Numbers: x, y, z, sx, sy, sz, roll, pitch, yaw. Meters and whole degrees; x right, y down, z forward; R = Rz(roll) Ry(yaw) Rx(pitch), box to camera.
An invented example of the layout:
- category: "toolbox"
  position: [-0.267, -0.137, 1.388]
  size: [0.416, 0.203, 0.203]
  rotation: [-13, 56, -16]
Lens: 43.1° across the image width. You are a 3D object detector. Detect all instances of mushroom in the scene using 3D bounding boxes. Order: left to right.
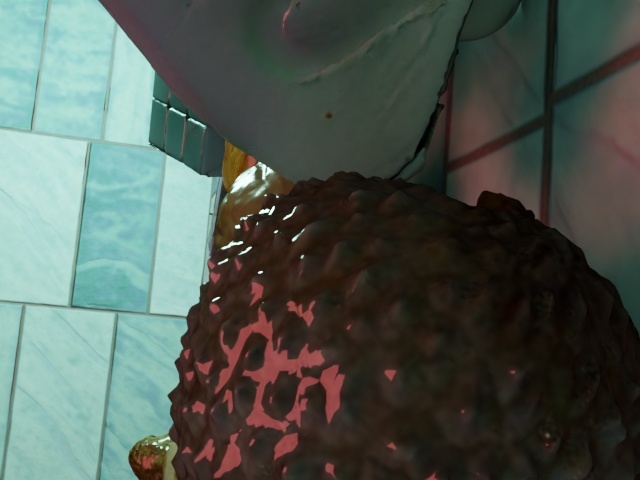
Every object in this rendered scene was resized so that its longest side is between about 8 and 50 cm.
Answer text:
- category: "mushroom"
  position: [-0.231, 0.438, 1.464]
  size: [0.345, 0.259, 0.345]
  rotation: [-173, 90, -85]

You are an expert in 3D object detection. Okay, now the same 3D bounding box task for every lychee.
- category: "lychee"
  position: [0.050, 0.098, 0.476]
  size: [0.300, 0.300, 0.300]
  rotation: [-173, 90, -76]

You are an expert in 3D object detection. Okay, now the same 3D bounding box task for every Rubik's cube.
- category: "Rubik's cube"
  position: [-0.154, -0.248, 1.447]
  size: [0.224, 0.221, 0.231]
  rotation: [32, 118, 47]

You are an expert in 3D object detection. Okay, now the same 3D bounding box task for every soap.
- category: "soap"
  position: [-0.045, -0.248, 0.563]
  size: [0.261, 0.446, 0.156]
  rotation: [-34, 15, 13]

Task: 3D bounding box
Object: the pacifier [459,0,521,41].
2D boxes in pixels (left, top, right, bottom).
- category: "pacifier"
  position: [0.063, -0.231, 0.758]
  size: [0.269, 0.343, 0.288]
  rotation: [21, 140, 39]

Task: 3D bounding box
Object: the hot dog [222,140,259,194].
- category: "hot dog"
  position: [-0.044, -0.162, 1.185]
  size: [0.223, 0.185, 0.405]
  rotation: [114, 158, -48]

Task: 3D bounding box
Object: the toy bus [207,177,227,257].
- category: "toy bus"
  position: [-0.155, -0.096, 1.699]
  size: [0.112, 0.138, 0.317]
  rotation: [-123, 44, -71]

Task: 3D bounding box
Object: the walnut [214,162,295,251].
- category: "walnut"
  position: [0.000, 0.000, 0.852]
  size: [0.261, 0.225, 0.225]
  rotation: [-125, 44, -74]
